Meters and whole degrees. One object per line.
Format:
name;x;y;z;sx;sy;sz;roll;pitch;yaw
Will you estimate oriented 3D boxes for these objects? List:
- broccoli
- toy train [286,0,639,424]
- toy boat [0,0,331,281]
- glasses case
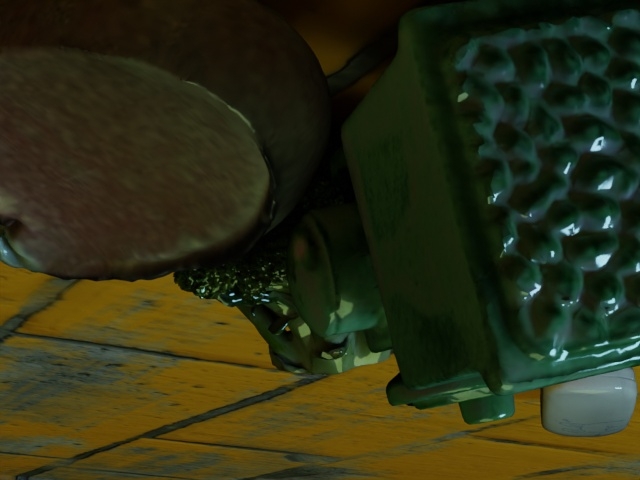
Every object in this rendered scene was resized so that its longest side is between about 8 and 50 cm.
broccoli;0.000;0.000;0.642;0.162;0.138;0.146;-11;-162;6
toy train;0.124;-0.012;0.500;0.266;0.145;0.202;-10;170;-17
toy boat;-0.093;-0.058;0.548;0.227;0.085;0.155;-10;132;38
glasses case;0.265;0.159;1.209;0.092;0.059;0.233;1;161;9
